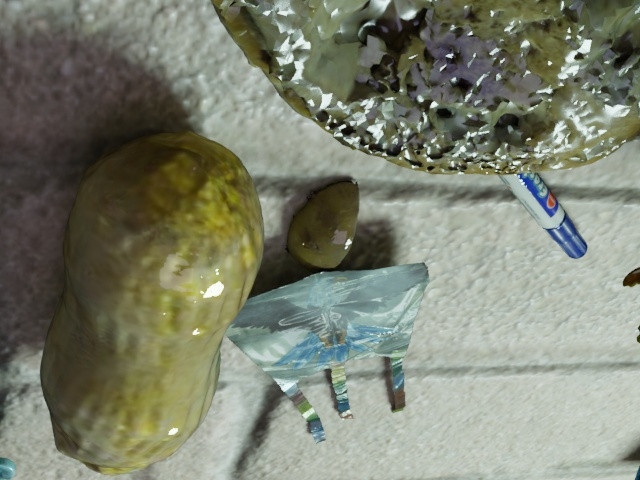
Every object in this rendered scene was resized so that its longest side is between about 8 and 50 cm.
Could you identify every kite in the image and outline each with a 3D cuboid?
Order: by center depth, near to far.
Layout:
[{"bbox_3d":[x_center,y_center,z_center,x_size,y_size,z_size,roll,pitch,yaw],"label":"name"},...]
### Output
[{"bbox_3d":[0.028,0.106,0.815,0.169,0.015,0.310,-17,147,5],"label":"kite"}]

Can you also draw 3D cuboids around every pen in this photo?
[{"bbox_3d":[0.157,-0.037,0.694,0.025,0.025,0.204,-30,139,19],"label":"pen"}]

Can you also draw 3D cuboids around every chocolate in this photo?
[{"bbox_3d":[-0.118,0.052,0.637,0.134,0.134,0.309,4,134,-22],"label":"chocolate"}]

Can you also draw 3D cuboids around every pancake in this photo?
[{"bbox_3d":[0.118,-0.180,0.460,0.387,0.082,0.386,-6,138,-6],"label":"pancake"}]

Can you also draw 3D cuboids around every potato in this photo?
[{"bbox_3d":[-0.001,0.000,0.679,0.037,0.036,0.093,1,140,-24],"label":"potato"}]

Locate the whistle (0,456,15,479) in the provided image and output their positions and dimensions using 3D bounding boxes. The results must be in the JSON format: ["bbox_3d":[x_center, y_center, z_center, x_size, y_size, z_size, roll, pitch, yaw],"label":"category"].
[{"bbox_3d":[-0.375,0.164,0.723,0.274,0.093,0.186,15,135,-27],"label":"whistle"}]

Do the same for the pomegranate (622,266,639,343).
[{"bbox_3d":[0.310,-0.015,0.616,0.221,0.220,0.256,15,129,-32],"label":"pomegranate"}]

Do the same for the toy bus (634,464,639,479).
[{"bbox_3d":[0.485,0.297,1.141,0.185,0.106,0.090,8,106,-26],"label":"toy bus"}]
